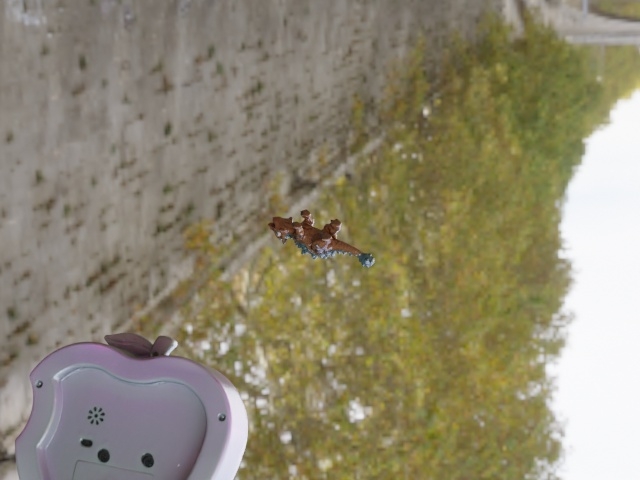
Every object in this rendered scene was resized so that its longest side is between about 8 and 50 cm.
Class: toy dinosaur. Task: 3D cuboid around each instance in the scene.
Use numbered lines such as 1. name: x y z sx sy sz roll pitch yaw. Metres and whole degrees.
1. toy dinosaur: 0.000 0.000 1.414 0.154 0.055 0.049 22 -140 14

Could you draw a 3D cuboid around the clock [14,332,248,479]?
1. clock: -0.281 0.291 1.575 0.339 0.338 0.102 -1 165 9
